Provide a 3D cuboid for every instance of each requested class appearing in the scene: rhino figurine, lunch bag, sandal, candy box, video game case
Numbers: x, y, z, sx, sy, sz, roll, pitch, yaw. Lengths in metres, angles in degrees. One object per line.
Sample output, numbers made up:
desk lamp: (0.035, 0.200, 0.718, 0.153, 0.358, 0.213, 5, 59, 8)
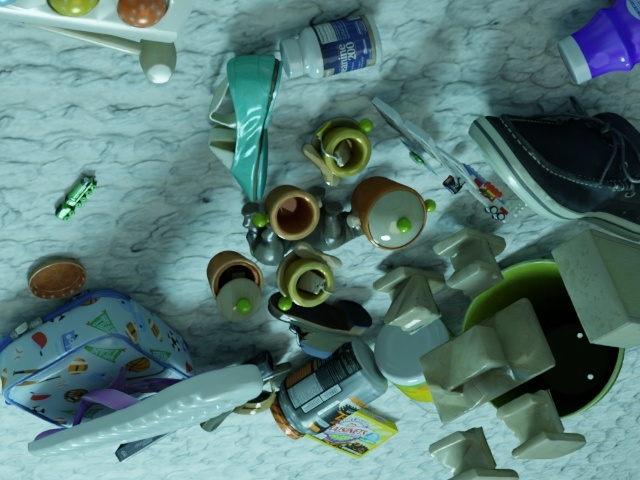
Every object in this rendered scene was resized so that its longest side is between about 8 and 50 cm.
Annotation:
rhino figurine: (0.003, -0.024, 1.918, 0.243, 0.073, 0.106, -12, 139, -15)
lunch bag: (-0.346, 0.198, 1.987, 0.243, 0.115, 0.303, -28, 145, 12)
sandal: (-0.120, 0.275, 2.221, 0.219, 0.060, 0.090, -41, 170, 25)
sandal: (-0.254, 0.229, 1.889, 0.416, 0.102, 0.169, -20, 164, 29)
candy box: (0.054, 0.358, 2.475, 0.105, 0.027, 0.206, -39, 141, 16)
video game case: (-0.198, 0.264, 2.098, 0.274, 0.026, 0.196, -30, -178, -1)

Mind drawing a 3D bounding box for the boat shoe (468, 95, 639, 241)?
boat shoe: (0.397, -0.118, 1.923, 0.500, 0.186, 0.156, 13, 126, -46)

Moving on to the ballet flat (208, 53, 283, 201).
ballet flat: (-0.104, -0.151, 1.707, 0.087, 0.083, 0.247, 9, 139, -2)

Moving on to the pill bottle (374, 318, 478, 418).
pill bottle: (0.203, 0.228, 2.292, 0.136, 0.136, 0.246, -31, 143, 11)

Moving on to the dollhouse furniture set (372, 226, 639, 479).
dollhouse furniture set: (0.345, 0.157, 2.043, 0.394, 0.362, 0.256, -34, 152, 30)

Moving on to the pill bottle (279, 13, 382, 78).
pill bottle: (0.012, -0.242, 1.645, 0.120, 0.067, 0.067, -15, 144, -11)

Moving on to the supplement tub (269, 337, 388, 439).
supplement tub: (0.011, 0.259, 2.249, 0.190, 0.117, 0.117, -34, 143, 16)

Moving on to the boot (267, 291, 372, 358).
boot: (-0.022, 0.145, 2.115, 0.219, 0.082, 0.106, 14, 128, -42)

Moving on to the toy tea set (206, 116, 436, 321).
toy tea set: (0.000, 0.000, 1.796, 0.336, 0.124, 0.200, -47, 119, 1)

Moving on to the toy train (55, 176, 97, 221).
toy train: (-0.329, -0.057, 1.747, 0.024, 0.017, 0.083, 24, 124, -33)

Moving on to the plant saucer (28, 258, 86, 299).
plant saucer: (-0.378, 0.054, 1.866, 0.084, 0.013, 0.083, -15, 144, -11)

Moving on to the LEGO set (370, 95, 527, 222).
LEGO set: (0.187, -0.112, 1.830, 0.060, 0.182, 0.244, -48, 145, -2)

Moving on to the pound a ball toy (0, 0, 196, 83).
pound a ball toy: (-0.266, -0.262, 1.415, 0.319, 0.135, 0.208, 5, 136, -31)

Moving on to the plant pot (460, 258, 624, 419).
plant pot: (0.421, 0.192, 2.290, 0.275, 0.274, 0.293, -33, 159, 14)

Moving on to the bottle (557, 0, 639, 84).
bottle: (0.462, -0.304, 1.763, 0.283, 0.118, 0.092, -26, 145, 6)
